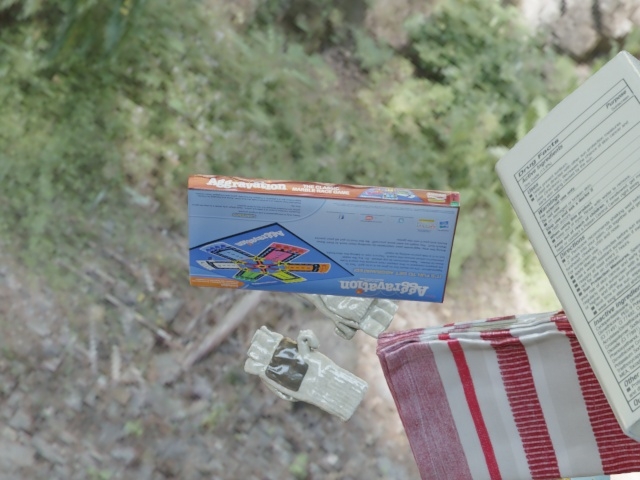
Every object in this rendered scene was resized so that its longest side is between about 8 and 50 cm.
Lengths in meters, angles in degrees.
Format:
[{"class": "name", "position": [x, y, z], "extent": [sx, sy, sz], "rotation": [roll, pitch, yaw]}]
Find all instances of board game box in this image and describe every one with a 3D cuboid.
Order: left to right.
[{"class": "board game box", "position": [0.000, 0.000, 1.317], "extent": [0.281, 0.145, 0.027], "rotation": [4, 42, -1]}]

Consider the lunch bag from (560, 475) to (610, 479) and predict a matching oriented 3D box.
[{"class": "lunch bag", "position": [0.345, 0.452, 2.025], "extent": [0.262, 0.223, 0.160], "rotation": [-9, 11, -29]}]

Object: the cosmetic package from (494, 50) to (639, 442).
[{"class": "cosmetic package", "position": [0.266, 0.013, 0.936], "extent": [0.129, 0.153, 0.296], "rotation": [29, 30, -34]}]

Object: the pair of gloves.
[{"class": "pair of gloves", "position": [0.002, 0.149, 1.971], "extent": [0.204, 0.240, 0.042], "rotation": [21, -3, 11]}]

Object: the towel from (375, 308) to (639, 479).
[{"class": "towel", "position": [0.245, 0.182, 1.373], "extent": [0.037, 0.329, 0.237], "rotation": [-72, 147, -53]}]
